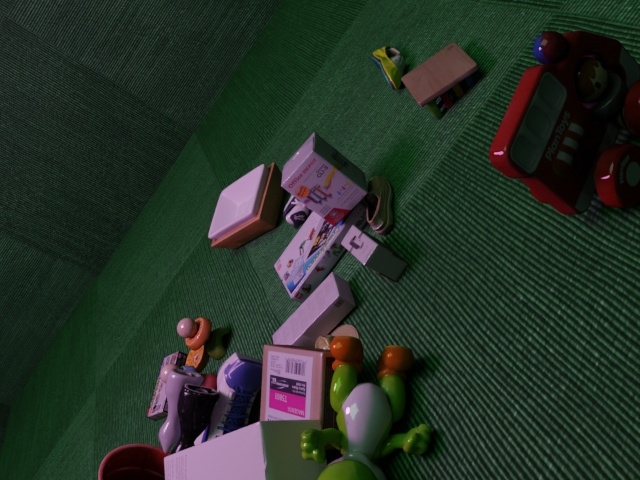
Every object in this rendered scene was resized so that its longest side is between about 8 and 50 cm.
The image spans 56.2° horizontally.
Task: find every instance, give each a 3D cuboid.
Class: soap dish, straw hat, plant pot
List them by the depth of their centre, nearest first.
[{"bbox_3d":[0.021,0.244,1.352,0.144,0.061,0.144,-37,37,34],"label":"straw hat"},{"bbox_3d":[-0.475,0.710,1.508,0.265,0.272,0.272,-61,29,13],"label":"plant pot"},{"bbox_3d":[-0.242,-0.106,2.012,0.291,0.118,0.229,-26,43,45],"label":"soap dish"}]

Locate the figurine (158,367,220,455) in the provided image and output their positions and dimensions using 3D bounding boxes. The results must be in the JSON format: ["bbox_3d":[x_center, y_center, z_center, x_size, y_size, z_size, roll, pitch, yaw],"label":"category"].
[{"bbox_3d":[-0.346,0.447,1.492,0.215,0.092,0.209,13,87,62],"label":"figurine"}]

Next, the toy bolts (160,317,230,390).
[{"bbox_3d":[-0.400,0.356,1.791,0.218,0.158,0.228,-32,39,39],"label":"toy bolts"}]

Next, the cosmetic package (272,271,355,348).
[{"bbox_3d":[-0.019,0.196,1.454,0.239,0.060,0.099,-48,30,20],"label":"cosmetic package"}]

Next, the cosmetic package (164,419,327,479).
[{"bbox_3d":[-0.155,0.489,1.185,0.365,0.155,0.197,-30,59,40],"label":"cosmetic package"}]

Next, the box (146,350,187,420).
[{"bbox_3d":[-0.503,0.475,1.965,0.114,0.036,0.207,-29,42,42],"label":"box"}]

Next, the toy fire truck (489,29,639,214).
[{"bbox_3d":[0.411,-0.200,0.964,0.169,0.254,0.302,12,74,59],"label":"toy fire truck"}]

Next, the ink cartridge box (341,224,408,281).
[{"bbox_3d":[0.120,0.028,1.357,0.056,0.099,0.135,-57,29,6],"label":"ink cartridge box"}]

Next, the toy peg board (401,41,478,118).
[{"bbox_3d":[0.307,-0.393,1.498,0.161,0.079,0.161,-33,37,13],"label":"toy peg board"}]

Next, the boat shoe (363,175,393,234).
[{"bbox_3d":[0.136,-0.102,1.477,0.068,0.072,0.190,-41,34,30],"label":"boat shoe"}]

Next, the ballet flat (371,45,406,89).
[{"bbox_3d":[0.207,-0.515,1.751,0.077,0.077,0.231,-32,34,12],"label":"ballet flat"}]

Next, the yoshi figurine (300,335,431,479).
[{"bbox_3d":[0.071,0.351,1.055,0.204,0.203,0.362,-15,54,42],"label":"yoshi figurine"}]

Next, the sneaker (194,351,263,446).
[{"bbox_3d":[-0.217,0.452,1.484,0.315,0.127,0.182,-59,32,14],"label":"sneaker"}]

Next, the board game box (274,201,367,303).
[{"bbox_3d":[0.000,0.000,1.612,0.305,0.053,0.193,-54,29,10],"label":"board game box"}]

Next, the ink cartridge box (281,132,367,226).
[{"bbox_3d":[0.008,-0.152,1.482,0.128,0.176,0.127,-46,19,23],"label":"ink cartridge box"}]

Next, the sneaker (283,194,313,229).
[{"bbox_3d":[-0.040,-0.109,1.711,0.235,0.094,0.153,-15,58,67],"label":"sneaker"}]

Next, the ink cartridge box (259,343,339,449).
[{"bbox_3d":[-0.035,0.325,1.282,0.235,0.088,0.193,-8,76,53],"label":"ink cartridge box"}]
